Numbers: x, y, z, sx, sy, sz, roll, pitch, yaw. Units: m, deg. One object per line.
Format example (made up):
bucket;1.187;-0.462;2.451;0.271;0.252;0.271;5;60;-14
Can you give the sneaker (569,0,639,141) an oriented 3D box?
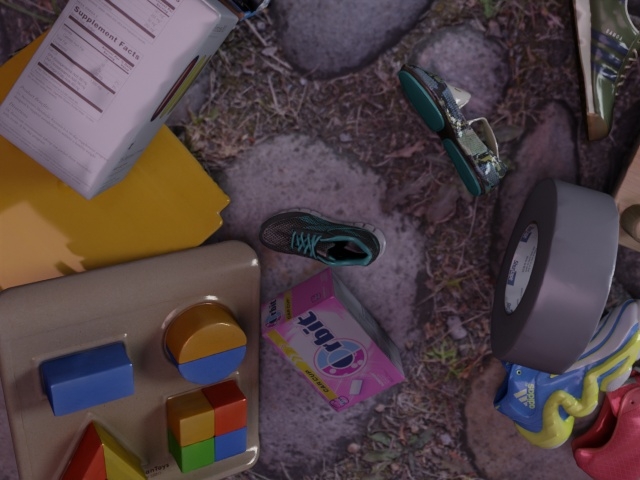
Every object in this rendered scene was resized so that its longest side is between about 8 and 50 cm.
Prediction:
sneaker;0.341;-0.214;0.905;0.086;0.064;0.192;-7;102;14

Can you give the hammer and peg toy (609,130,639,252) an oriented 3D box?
hammer and peg toy;0.536;-0.064;0.896;0.361;0.127;0.266;20;106;1

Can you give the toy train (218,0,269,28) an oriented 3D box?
toy train;-0.146;-0.326;0.927;0.184;0.080;0.105;44;115;-9

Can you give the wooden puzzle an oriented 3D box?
wooden puzzle;-0.214;0.196;0.975;0.322;0.080;0.348;-13;118;-26

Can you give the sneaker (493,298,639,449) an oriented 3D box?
sneaker;0.310;0.157;1.005;0.126;0.091;0.240;29;108;-2

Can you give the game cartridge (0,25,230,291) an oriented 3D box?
game cartridge;-0.312;-0.066;0.974;0.285;0.052;0.324;-41;96;-9

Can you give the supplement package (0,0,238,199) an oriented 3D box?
supplement package;-0.220;-0.189;0.861;0.134;0.139;0.244;37;103;-7

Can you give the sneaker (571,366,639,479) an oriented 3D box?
sneaker;0.438;0.201;0.990;0.136;0.116;0.314;30;107;-1

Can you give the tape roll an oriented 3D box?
tape roll;0.265;0.041;0.909;0.072;0.219;0.219;15;107;1

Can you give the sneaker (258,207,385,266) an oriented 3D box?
sneaker;0.000;0.000;1.002;0.166;0.076;0.065;5;106;5

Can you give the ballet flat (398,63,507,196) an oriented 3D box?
ballet flat;0.166;-0.144;0.956;0.070;0.070;0.188;-30;102;14

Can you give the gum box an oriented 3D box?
gum box;0.020;0.136;1.019;0.107;0.062;0.188;-30;122;16
